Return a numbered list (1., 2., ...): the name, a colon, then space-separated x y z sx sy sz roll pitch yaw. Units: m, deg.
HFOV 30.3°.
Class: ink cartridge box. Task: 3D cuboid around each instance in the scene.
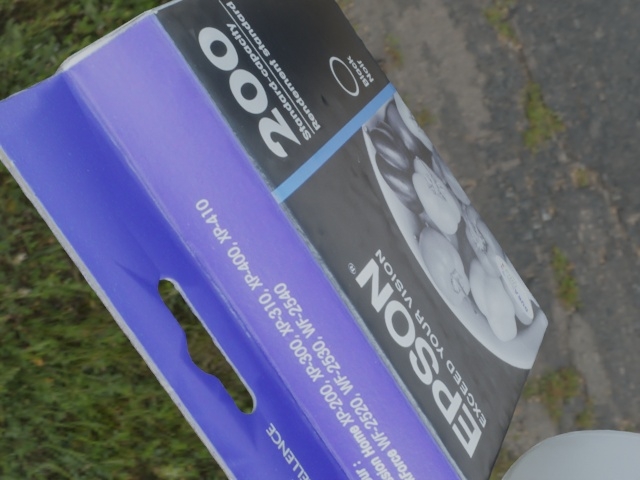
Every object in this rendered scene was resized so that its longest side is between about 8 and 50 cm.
1. ink cartridge box: 0.000 0.000 0.442 0.206 0.045 0.208 56 29 -9

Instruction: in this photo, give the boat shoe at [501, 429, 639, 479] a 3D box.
1. boat shoe: 0.196 0.181 0.476 0.108 0.301 0.102 -43 132 -22
